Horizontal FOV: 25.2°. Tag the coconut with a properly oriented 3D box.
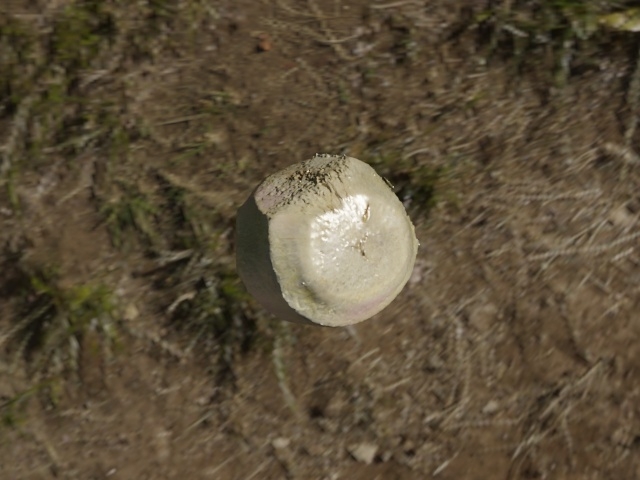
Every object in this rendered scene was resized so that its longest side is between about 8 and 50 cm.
[{"bbox_3d":[0.000,0.000,0.900,0.110,0.124,0.110,-2,95,-25],"label":"coconut"}]
